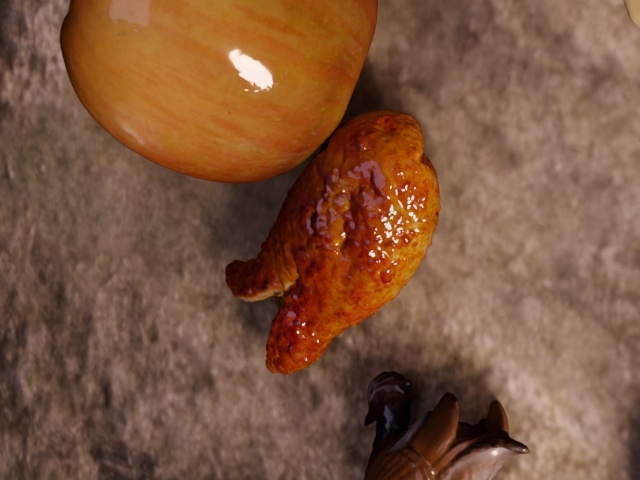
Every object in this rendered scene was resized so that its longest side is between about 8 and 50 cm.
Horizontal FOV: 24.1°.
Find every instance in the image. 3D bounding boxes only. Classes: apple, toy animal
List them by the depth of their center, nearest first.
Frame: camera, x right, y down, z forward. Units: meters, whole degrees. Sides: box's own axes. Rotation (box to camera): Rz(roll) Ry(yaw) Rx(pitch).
[{"bbox_3d":[0.094,0.163,1.178,0.188,0.089,0.179,-41,48,42],"label":"toy animal"},{"bbox_3d":[-0.089,-0.171,1.212,0.242,0.241,0.242,-55,22,34],"label":"apple"}]

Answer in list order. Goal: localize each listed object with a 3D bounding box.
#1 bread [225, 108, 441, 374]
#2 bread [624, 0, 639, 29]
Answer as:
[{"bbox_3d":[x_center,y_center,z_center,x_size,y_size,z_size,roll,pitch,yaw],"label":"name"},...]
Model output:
[{"bbox_3d":[0.005,0.005,1.248,0.269,0.095,0.139,-46,58,31],"label":"bread"},{"bbox_3d":[0.333,-0.213,0.966,0.316,0.054,0.316,1,92,43],"label":"bread"}]
